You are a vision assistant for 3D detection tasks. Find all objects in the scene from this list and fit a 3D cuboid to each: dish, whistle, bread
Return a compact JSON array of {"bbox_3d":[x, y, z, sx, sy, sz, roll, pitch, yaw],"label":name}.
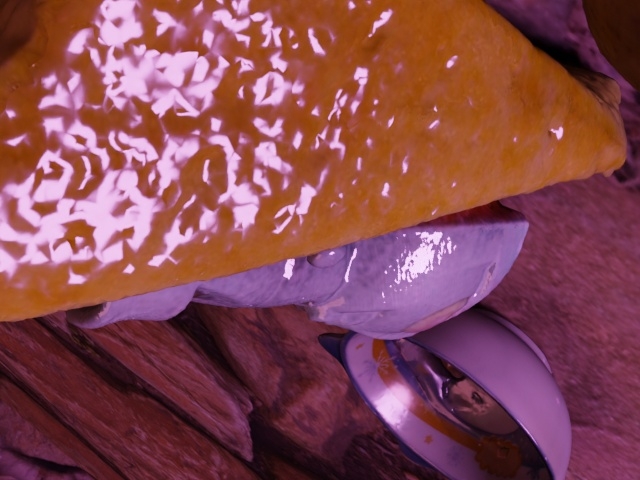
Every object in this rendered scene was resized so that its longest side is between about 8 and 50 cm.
[{"bbox_3d":[0.111,0.108,0.920,0.228,0.086,0.236,24,149,37],"label":"dish"},{"bbox_3d":[-0.001,-0.001,0.691,0.142,0.346,0.134,28,112,38],"label":"whistle"},{"bbox_3d":[-0.031,-0.045,0.579,0.361,0.245,0.233,26,-179,-38],"label":"bread"}]

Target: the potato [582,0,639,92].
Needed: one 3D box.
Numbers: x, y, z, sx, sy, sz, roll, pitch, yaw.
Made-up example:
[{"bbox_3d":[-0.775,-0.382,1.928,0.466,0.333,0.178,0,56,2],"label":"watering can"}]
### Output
[{"bbox_3d":[0.208,-0.074,0.471,0.271,0.111,0.160,30,150,25],"label":"potato"}]
